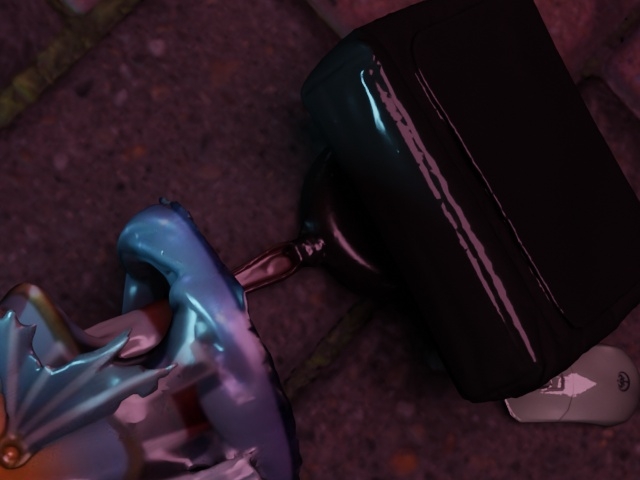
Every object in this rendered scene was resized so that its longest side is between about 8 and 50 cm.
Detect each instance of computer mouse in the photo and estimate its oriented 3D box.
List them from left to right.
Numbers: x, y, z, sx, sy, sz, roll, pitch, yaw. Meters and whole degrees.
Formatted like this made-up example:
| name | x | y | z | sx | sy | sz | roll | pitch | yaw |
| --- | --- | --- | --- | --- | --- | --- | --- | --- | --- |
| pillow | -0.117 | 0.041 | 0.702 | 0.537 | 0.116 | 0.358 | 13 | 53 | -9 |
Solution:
| name | x | y | z | sx | sy | sz | roll | pitch | yaw |
| --- | --- | --- | --- | --- | --- | --- | --- | --- | --- |
| computer mouse | 0.167 | 0.095 | 1.174 | 0.110 | 0.032 | 0.056 | 2 | 78 | -18 |

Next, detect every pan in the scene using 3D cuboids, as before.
| name | x | y | z | sx | sy | sz | roll | pitch | yaw |
| --- | --- | --- | --- | --- | --- | --- | --- | --- | --- |
| pan | 0.001 | -0.001 | 1.132 | 0.212 | 0.040 | 0.115 | -23 | 83 | -22 |

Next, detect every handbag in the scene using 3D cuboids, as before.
| name | x | y | z | sx | sy | sz | roll | pitch | yaw |
| --- | --- | --- | --- | --- | --- | --- | --- | --- | --- |
| handbag | 0.109 | -0.039 | 1.132 | 0.223 | 0.080 | 0.247 | -30 | 92 | -51 |

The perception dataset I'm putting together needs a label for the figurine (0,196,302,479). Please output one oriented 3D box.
| name | x | y | z | sx | sy | sz | roll | pitch | yaw |
| --- | --- | --- | --- | --- | --- | --- | --- | --- | --- |
| figurine | -0.205 | 0.151 | 0.938 | 0.388 | 0.248 | 0.276 | -23 | 112 | -19 |
